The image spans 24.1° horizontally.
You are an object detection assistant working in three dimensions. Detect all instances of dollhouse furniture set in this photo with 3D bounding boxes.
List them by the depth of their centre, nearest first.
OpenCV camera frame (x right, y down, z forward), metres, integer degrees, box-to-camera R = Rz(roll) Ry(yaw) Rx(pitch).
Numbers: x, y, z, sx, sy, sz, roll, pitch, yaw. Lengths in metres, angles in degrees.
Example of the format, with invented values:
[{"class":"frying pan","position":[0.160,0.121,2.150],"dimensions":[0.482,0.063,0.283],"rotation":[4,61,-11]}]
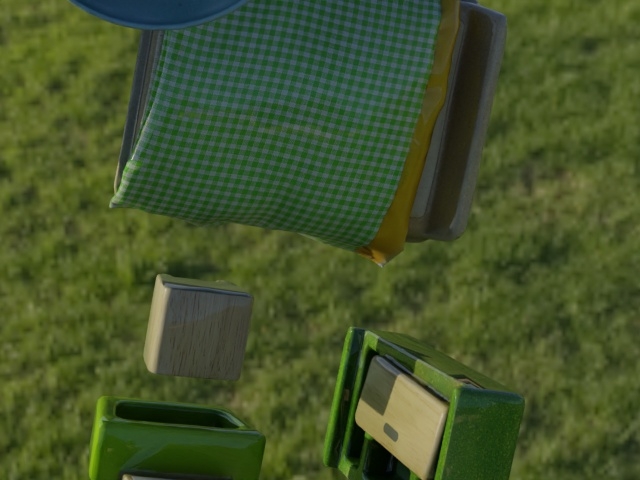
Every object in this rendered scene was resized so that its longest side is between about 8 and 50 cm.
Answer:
[{"class":"dollhouse furniture set","position":[0.000,0.000,0.783],"dimensions":[0.197,0.301,0.151],"rotation":[8,9,-20]}]

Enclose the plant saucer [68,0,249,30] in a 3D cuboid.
[{"class":"plant saucer","position":[-0.063,-0.141,0.580],"dimensions":[0.119,0.119,0.021],"rotation":[-2,9,-4]}]
